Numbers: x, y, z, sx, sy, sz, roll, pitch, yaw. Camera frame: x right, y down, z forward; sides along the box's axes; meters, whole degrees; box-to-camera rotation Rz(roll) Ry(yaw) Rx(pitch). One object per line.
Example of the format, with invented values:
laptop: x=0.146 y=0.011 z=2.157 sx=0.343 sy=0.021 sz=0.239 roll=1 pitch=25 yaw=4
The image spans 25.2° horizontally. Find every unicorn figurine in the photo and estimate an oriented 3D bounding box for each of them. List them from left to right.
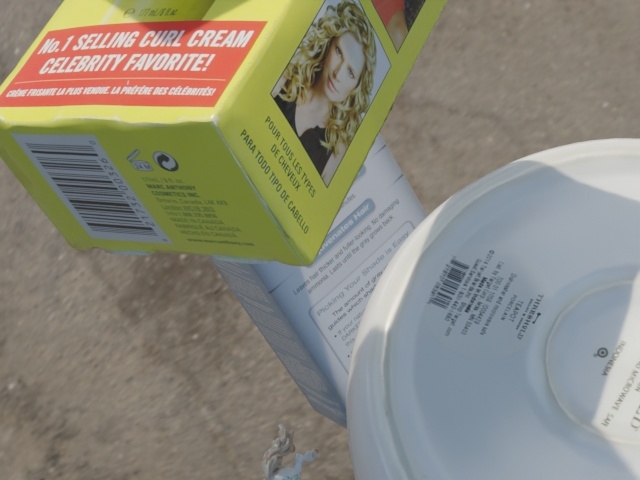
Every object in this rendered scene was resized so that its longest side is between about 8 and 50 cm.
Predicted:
unicorn figurine: x=-0.018 y=0.286 z=1.537 sx=0.162 sy=0.060 sz=0.111 roll=48 pitch=32 yaw=-10

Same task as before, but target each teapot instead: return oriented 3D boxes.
teapot: x=0.132 y=0.096 z=0.630 sx=0.256 sy=0.187 sz=0.252 roll=-17 pitch=59 yaw=-2

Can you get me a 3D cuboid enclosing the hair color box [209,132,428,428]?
hair color box: x=0.000 y=0.000 z=1.435 sx=0.185 sy=0.114 sz=0.374 roll=-42 pitch=120 yaw=-17

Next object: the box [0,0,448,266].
box: x=-0.001 y=-0.099 z=0.424 sx=0.232 sy=0.087 sz=0.058 roll=-62 pitch=139 yaw=-30

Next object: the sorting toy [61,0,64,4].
sorting toy: x=-0.177 y=-0.185 z=1.666 sx=0.366 sy=0.126 sz=0.127 roll=35 pitch=53 yaw=18
